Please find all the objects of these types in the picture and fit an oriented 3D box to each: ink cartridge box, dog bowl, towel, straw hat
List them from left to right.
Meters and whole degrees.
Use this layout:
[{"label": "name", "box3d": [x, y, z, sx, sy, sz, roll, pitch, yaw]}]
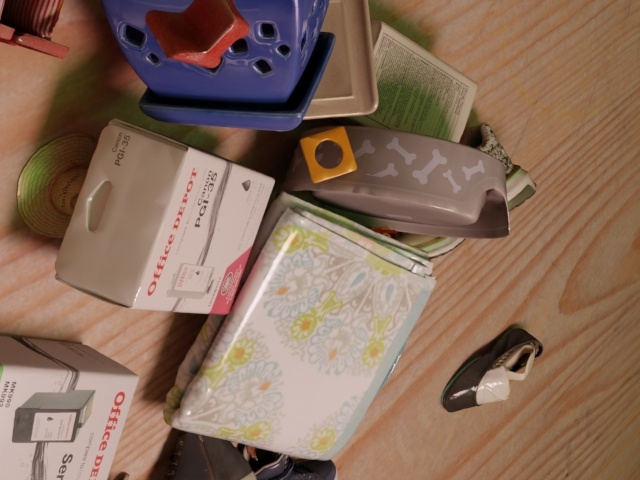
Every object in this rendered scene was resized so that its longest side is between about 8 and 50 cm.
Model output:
[{"label": "ink cartridge box", "box3d": [-0.381, 0.229, 1.352, 0.289, 0.121, 0.211, 13, 97, -53]}, {"label": "straw hat", "box3d": [-0.293, -0.058, 1.377, 0.144, 0.061, 0.145, -25, 124, -43]}, {"label": "ink cartridge box", "box3d": [-0.187, -0.019, 1.419, 0.207, 0.117, 0.283, -70, 161, 2]}, {"label": "towel", "box3d": [-0.024, 0.138, 1.659, 0.320, 0.090, 0.375, 24, 98, -39]}, {"label": "dog bowl", "box3d": [0.113, -0.083, 1.654, 0.348, 0.348, 0.102, 17, 81, -53]}]

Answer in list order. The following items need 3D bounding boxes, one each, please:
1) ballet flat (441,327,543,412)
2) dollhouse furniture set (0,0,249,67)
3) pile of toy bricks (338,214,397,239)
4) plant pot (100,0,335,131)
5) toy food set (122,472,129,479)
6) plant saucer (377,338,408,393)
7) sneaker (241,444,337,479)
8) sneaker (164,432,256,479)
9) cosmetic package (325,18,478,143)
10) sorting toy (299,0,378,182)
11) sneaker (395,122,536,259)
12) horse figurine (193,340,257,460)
[{"label": "ballet flat", "box3d": [0.365, 0.270, 2.320, 0.280, 0.096, 0.095, -37, 133, -35]}, {"label": "dollhouse furniture set", "box3d": [-0.225, -0.278, 1.104, 0.152, 0.374, 0.201, 13, 95, -56]}, {"label": "pile of toy bricks", "box3d": [0.000, 0.000, 1.740, 0.212, 0.105, 0.118, 3, 121, -30]}, {"label": "plant pot", "box3d": [-0.104, -0.263, 1.334, 0.236, 0.235, 0.212, -72, 163, -49]}, {"label": "toy food set", "box3d": [-0.283, 0.389, 1.529, 0.192, 0.038, 0.132, 127, -12, -86]}, {"label": "plant saucer", "box3d": [0.044, 0.181, 1.893, 0.317, 0.043, 0.318, -34, 139, -36]}, {"label": "sneaker", "box3d": [-0.050, 0.373, 1.860, 0.226, 0.086, 0.163, -22, 126, -43]}, {"label": "sneaker", "box3d": [-0.218, 0.362, 1.669, 0.222, 0.118, 0.083, -30, 173, -11]}, {"label": "cosmetic package", "box3d": [0.101, -0.228, 1.732, 0.296, 0.129, 0.153, 21, 89, -52]}, {"label": "sorting toy", "box3d": [-0.029, -0.248, 1.503, 0.196, 0.047, 0.348, -6, 89, -10]}, {"label": "sneaker", "box3d": [0.192, -0.081, 1.949, 0.410, 0.158, 0.182, -31, 98, -37]}, {"label": "horse figurine", "box3d": [-0.104, 0.204, 1.733, 0.174, 0.066, 0.263, -28, 126, -34]}]
